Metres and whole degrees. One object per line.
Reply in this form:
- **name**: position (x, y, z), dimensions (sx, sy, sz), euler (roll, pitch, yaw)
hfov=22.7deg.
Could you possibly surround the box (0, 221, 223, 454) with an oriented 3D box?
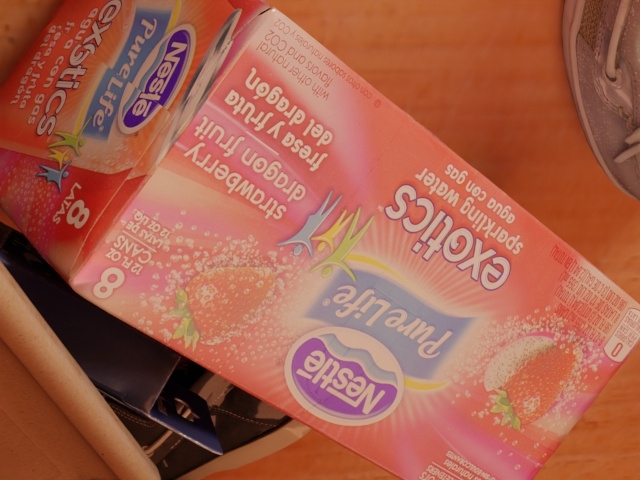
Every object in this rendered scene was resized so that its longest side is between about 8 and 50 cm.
- **box**: position (-0.140, 0.021, 0.738), dimensions (0.225, 0.136, 0.036), euler (31, 90, -10)

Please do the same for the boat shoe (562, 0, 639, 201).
- **boat shoe**: position (0.191, -0.123, 0.760), dimensions (0.118, 0.103, 0.320), euler (-7, 136, -9)

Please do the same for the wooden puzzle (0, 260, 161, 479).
- **wooden puzzle**: position (-0.263, 0.049, 0.607), dimensions (0.348, 0.080, 0.322), euler (-10, 153, 4)

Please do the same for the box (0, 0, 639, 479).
- **box**: position (0.000, 0.000, 0.765), dimensions (0.300, 0.154, 0.142), euler (35, 93, -40)

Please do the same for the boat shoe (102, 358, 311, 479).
- **boat shoe**: position (-0.105, 0.111, 0.943), dimensions (0.233, 0.084, 0.079), euler (-29, 114, 18)
